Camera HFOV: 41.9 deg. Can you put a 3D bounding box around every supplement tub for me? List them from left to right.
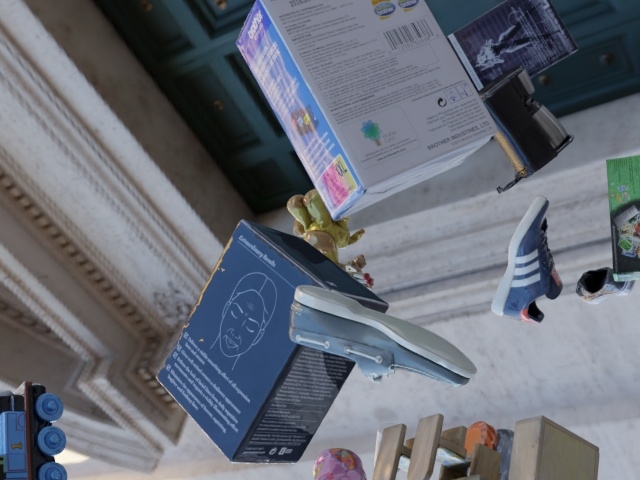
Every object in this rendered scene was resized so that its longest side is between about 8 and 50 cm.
[{"bbox_3d":[0.170,0.512,2.055,0.071,0.071,0.107,-38,-44,-59],"label":"supplement tub"},{"bbox_3d":[0.444,0.548,1.844,0.316,0.193,0.193,34,-142,-5],"label":"supplement tub"}]

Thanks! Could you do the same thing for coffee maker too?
[{"bbox_3d":[0.365,-0.215,1.586,0.171,0.120,0.178,-44,-80,-25],"label":"coffee maker"}]

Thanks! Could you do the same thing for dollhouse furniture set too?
[{"bbox_3d":[0.207,0.328,1.022,0.212,0.242,0.161,30,-124,-20],"label":"dollhouse furniture set"}]

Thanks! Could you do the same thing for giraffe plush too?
[{"bbox_3d":[0.000,0.000,2.048,0.210,0.181,0.170,57,-145,-31],"label":"giraffe plush"}]

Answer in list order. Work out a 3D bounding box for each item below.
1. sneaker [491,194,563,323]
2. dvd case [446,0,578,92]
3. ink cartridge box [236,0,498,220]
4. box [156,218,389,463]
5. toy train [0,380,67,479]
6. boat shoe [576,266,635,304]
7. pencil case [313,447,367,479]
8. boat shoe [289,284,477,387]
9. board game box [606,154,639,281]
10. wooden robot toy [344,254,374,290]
[{"bbox_3d":[0.539,0.056,2.063,0.131,0.148,0.350,-44,-31,-48],"label":"sneaker"},{"bbox_3d":[0.389,-0.403,1.720,0.164,0.221,0.018,62,-166,6],"label":"dvd case"},{"bbox_3d":[0.055,-0.267,1.294,0.270,0.151,0.395,-24,-97,-26],"label":"ink cartridge box"},{"bbox_3d":[-0.104,0.208,1.714,0.212,0.293,0.395,17,-74,-50],"label":"box"},{"bbox_3d":[-0.410,0.283,1.146,0.105,0.080,0.184,12,-125,-39],"label":"toy train"},{"bbox_3d":[0.633,0.099,1.922,0.228,0.076,0.080,148,140,-81],"label":"boat shoe"},{"bbox_3d":[0.051,0.561,1.784,0.124,0.124,0.284,63,-178,-19],"label":"pencil case"},{"bbox_3d":[0.092,0.172,1.343,0.116,0.319,0.099,-9,-60,-70],"label":"boat shoe"},{"bbox_3d":[0.557,-0.047,1.407,0.030,0.136,0.260,57,-145,-42],"label":"board game box"},{"bbox_3d":[0.107,0.077,2.172,0.173,0.076,0.079,56,-131,-52],"label":"wooden robot toy"}]
